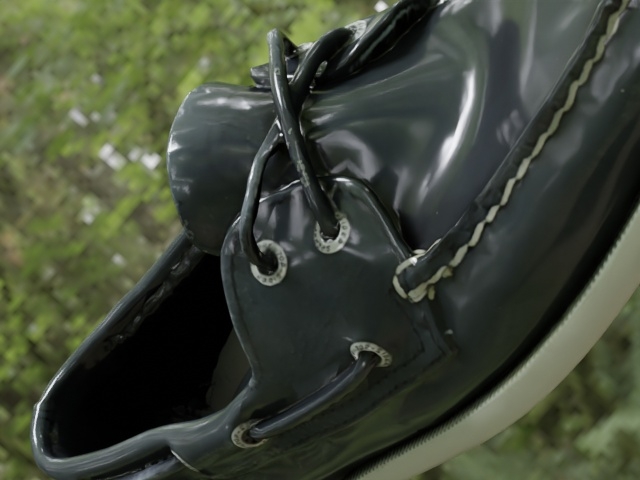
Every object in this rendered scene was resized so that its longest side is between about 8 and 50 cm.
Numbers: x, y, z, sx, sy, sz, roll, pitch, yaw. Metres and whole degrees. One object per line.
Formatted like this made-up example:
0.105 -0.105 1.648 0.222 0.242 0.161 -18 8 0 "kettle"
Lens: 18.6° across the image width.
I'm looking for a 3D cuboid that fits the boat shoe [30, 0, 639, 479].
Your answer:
0.000 -0.003 0.583 0.340 0.113 0.127 132 152 -53 "boat shoe"
